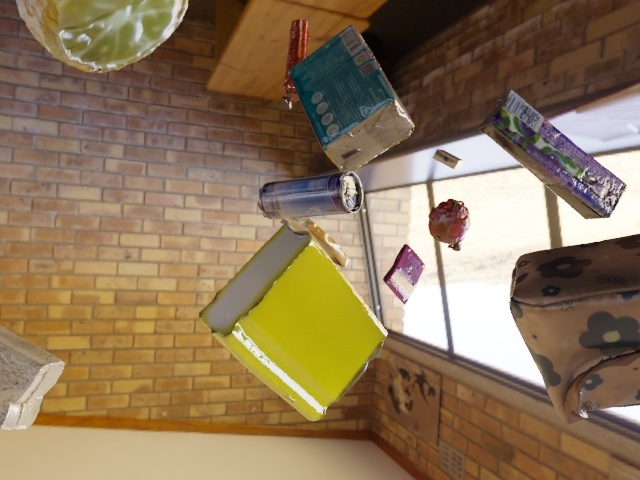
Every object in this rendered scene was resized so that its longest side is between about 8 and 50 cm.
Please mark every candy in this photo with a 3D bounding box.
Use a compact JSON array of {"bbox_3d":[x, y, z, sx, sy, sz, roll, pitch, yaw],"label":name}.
[{"bbox_3d":[-0.310,-0.366,0.726,0.260,0.118,0.260,-40,176,-4],"label":"candy"},{"bbox_3d":[0.445,-0.159,0.951,0.312,0.088,0.061,36,170,-9],"label":"candy"}]

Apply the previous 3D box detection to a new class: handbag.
[{"bbox_3d":[0.376,0.105,0.601,0.252,0.193,0.190,-12,-164,28],"label":"handbag"}]

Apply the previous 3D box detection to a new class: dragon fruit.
[{"bbox_3d":[0.286,-0.020,1.106,0.094,0.094,0.190,4,149,15],"label":"dragon fruit"}]

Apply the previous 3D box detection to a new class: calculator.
[{"bbox_3d":[0.294,0.111,1.704,0.126,0.190,0.034,46,147,-18],"label":"calculator"}]

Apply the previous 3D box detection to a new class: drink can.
[{"bbox_3d":[-0.026,-0.101,1.144,0.235,0.097,0.097,-4,176,34],"label":"drink can"}]

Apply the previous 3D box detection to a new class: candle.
[{"bbox_3d":[-0.051,-0.407,1.110,0.051,0.329,0.048,10,140,-10],"label":"candle"}]

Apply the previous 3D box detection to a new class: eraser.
[{"bbox_3d":[-0.023,0.108,0.611,0.069,0.158,0.226,22,156,49],"label":"eraser"}]

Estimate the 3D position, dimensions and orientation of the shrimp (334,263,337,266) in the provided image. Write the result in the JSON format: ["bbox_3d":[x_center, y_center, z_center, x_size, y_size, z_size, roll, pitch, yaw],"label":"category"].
[{"bbox_3d":[-0.027,0.160,1.666,0.061,0.267,0.145,39,149,17],"label":"shrimp"}]

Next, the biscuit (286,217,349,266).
[{"bbox_3d":[0.000,0.000,1.466,0.204,0.040,0.309,44,174,-15],"label":"biscuit"}]

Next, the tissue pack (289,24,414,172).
[{"bbox_3d":[0.040,-0.196,0.692,0.120,0.169,0.082,-32,147,17],"label":"tissue pack"}]

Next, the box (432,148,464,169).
[{"bbox_3d":[0.274,-0.173,1.058,0.053,0.024,0.083,33,-162,17],"label":"box"}]

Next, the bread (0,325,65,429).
[{"bbox_3d":[-0.475,0.194,0.732,0.152,0.105,0.077,27,166,5],"label":"bread"}]
